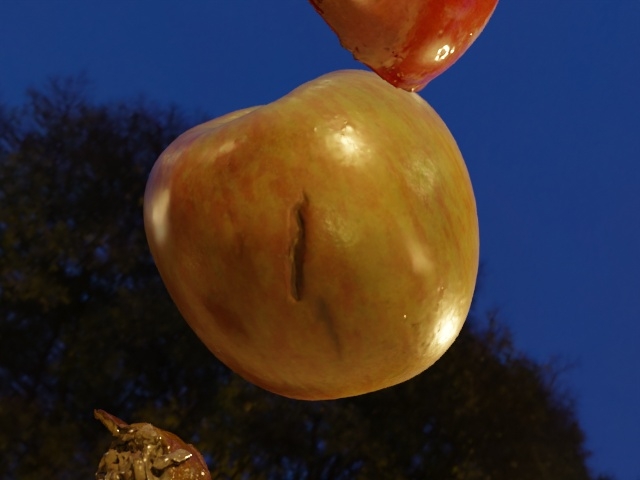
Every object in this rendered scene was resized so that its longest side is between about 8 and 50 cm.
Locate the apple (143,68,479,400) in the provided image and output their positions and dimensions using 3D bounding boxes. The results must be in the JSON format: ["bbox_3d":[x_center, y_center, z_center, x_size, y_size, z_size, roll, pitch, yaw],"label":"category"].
[{"bbox_3d":[0.000,0.000,0.980,0.264,0.264,0.264,17,-49,20],"label":"apple"}]

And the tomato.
[{"bbox_3d":[0.042,-0.157,0.624,0.091,0.159,0.139,-34,-70,19],"label":"tomato"}]

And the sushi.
[{"bbox_3d":[-0.087,0.141,0.628,0.055,0.120,0.052,15,-30,-41],"label":"sushi"}]
